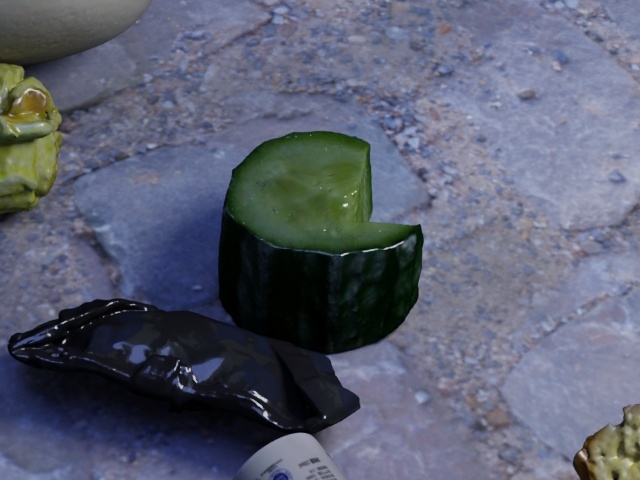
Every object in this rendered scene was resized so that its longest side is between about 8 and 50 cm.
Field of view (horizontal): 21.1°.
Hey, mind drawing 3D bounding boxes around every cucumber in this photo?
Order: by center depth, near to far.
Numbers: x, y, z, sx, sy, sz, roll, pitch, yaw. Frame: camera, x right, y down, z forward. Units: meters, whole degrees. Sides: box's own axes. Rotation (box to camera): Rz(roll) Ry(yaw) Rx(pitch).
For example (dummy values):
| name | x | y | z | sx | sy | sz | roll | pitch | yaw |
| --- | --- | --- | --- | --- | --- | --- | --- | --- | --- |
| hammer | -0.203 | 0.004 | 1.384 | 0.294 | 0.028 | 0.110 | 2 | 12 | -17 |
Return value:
| name | x | y | z | sx | sy | sz | roll | pitch | yaw |
| --- | --- | --- | --- | --- | --- | --- | --- | --- | --- |
| cucumber | -0.010 | -0.002 | 1.561 | 0.191 | 0.130 | 0.191 | 5 | 44 | -5 |

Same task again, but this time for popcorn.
| name | x | y | z | sx | sy | sz | roll | pitch | yaw |
| --- | --- | --- | --- | --- | --- | --- | --- | --- | --- |
| popcorn | -0.297 | -0.093 | 1.608 | 0.162 | 0.135 | 0.141 | -20 | 20 | 34 |

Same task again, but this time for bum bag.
| name | x | y | z | sx | sy | sz | roll | pitch | yaw |
| --- | --- | --- | --- | --- | --- | --- | --- | --- | --- |
| bum bag | -0.115 | 0.107 | 1.486 | 0.310 | 0.074 | 0.137 | 14 | 21 | 5 |

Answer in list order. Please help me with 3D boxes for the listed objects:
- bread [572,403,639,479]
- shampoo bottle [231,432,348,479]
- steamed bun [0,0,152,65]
| name | x | y | z | sx | sy | sz | roll | pitch | yaw |
| --- | --- | --- | --- | --- | --- | --- | --- | --- | --- |
| bread | 0.328 | 0.222 | 1.372 | 0.143 | 0.139 | 0.229 | -47 | 60 | 16 |
| shampoo bottle | 0.045 | 0.286 | 1.342 | 0.092 | 0.092 | 0.303 | -28 | 57 | -24 |
| steamed bun | -0.304 | -0.271 | 1.654 | 0.324 | 0.324 | 0.206 | -9 | 94 | -11 |
